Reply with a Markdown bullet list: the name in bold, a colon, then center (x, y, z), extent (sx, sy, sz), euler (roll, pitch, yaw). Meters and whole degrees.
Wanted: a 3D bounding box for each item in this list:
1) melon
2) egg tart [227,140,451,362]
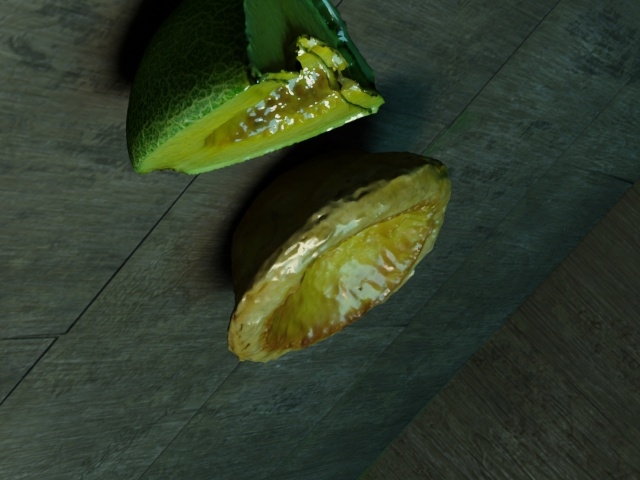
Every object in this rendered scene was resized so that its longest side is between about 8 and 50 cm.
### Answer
- **melon**: center (-0.079, -0.137, 1.381), extent (0.169, 0.129, 0.265), euler (-26, 172, 20)
- **egg tart**: center (0.000, 0.000, 1.830), extent (0.319, 0.128, 0.319), euler (-37, 162, -14)
